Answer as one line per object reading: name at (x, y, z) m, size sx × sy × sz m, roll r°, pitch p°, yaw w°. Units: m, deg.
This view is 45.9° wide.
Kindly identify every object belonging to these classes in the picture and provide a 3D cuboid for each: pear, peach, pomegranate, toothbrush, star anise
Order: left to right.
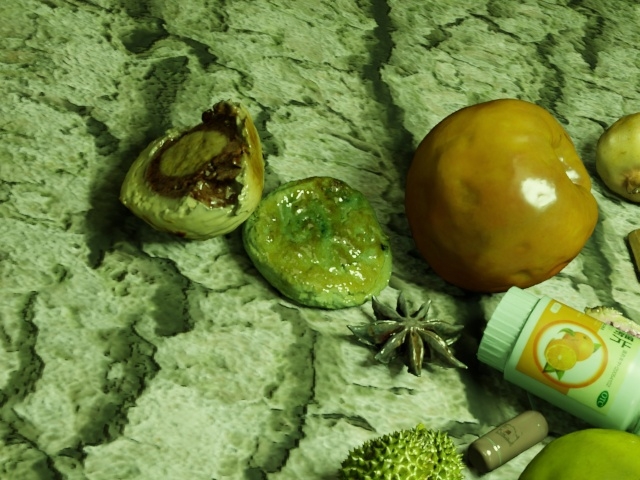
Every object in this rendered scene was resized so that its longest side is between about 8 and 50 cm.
star anise at (0.151, 0.164, 1.257) m, size 0.204 × 0.061 × 0.180 m, roll -11°, pitch 45°, yaw -32°
peach at (0.307, -0.076, 1.351) m, size 0.342 × 0.301 × 0.343 m, roll 32°, pitch 44°, yaw -37°
toothbrush at (0.353, 0.237, 1.301) m, size 0.019 × 0.013 × 0.193 m, roll 9°, pitch 50°, yaw -16°
pear at (0.422, 0.399, 1.038) m, size 0.375 × 0.287 × 0.287 m, roll 4°, pitch 49°, yaw -39°
pomegranate at (0.705, -0.179, 1.643) m, size 0.207 × 0.207 × 0.207 m, roll 9°, pitch 50°, yaw -11°

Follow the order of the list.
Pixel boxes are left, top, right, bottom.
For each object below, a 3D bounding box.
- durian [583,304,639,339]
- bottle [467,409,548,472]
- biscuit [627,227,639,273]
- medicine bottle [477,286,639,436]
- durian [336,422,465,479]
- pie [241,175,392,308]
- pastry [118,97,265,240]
durian at (0.569, 0.258, 1.300) m, size 0.341 × 0.112 × 0.191 m, roll 28°, pitch 78°, yaw 22°
bottle at (0.296, 0.316, 1.192) m, size 0.140 × 0.053 × 0.053 m, roll -20°, pitch 61°, yaw -30°
biscuit at (0.746, 0.051, 1.569) m, size 0.215 × 0.034 × 0.182 m, roll 10°, pitch 51°, yaw -14°
medicine bottle at (0.422, 0.202, 1.212) m, size 0.318 × 0.158 × 0.158 m, roll 26°, pitch 47°, yaw 23°
durian at (0.122, 0.342, 1.052) m, size 0.198 × 0.146 × 0.159 m, roll -16°, pitch 61°, yaw -24°
pie at (0.000, 0.000, 1.331) m, size 0.277 × 0.078 × 0.277 m, roll 8°, pitch 52°, yaw -10°
pastry at (-0.198, -0.093, 1.283) m, size 0.236 × 0.170 × 0.256 m, roll -20°, pitch 46°, yaw 17°
